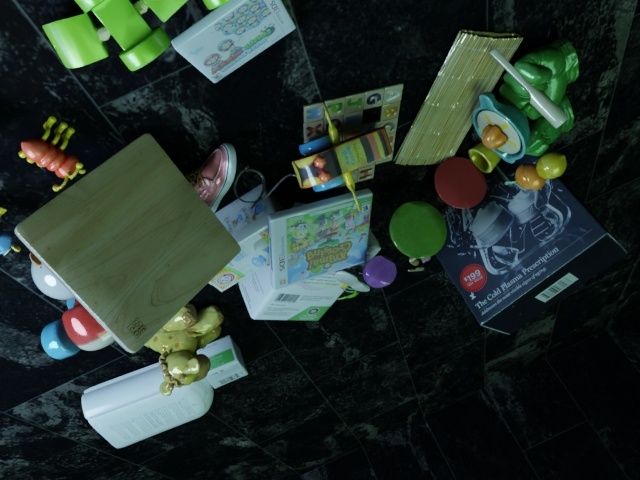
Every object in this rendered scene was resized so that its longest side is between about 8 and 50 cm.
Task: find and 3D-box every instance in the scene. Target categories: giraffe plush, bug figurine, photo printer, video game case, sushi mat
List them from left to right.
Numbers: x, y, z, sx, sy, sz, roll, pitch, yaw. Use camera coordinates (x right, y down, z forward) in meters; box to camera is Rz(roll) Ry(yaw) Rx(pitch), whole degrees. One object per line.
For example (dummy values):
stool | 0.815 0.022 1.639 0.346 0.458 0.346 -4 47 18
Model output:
bug figurine | -0.503 -0.084 0.849 0.279 0.072 0.216 -42 136 19
photo printer | -0.448 0.433 1.536 0.308 0.107 0.256 -19 145 -10
giraffe plush | -0.323 0.265 1.342 0.211 0.170 0.181 -5 140 -27
video game case | -0.120 -0.299 0.822 0.157 0.019 0.143 -31 172 8
video game case | 0.000 0.000 1.133 0.213 0.023 0.193 -16 136 -18
sushi mat | 0.269 -0.276 1.147 0.152 0.019 0.316 -6 141 -28

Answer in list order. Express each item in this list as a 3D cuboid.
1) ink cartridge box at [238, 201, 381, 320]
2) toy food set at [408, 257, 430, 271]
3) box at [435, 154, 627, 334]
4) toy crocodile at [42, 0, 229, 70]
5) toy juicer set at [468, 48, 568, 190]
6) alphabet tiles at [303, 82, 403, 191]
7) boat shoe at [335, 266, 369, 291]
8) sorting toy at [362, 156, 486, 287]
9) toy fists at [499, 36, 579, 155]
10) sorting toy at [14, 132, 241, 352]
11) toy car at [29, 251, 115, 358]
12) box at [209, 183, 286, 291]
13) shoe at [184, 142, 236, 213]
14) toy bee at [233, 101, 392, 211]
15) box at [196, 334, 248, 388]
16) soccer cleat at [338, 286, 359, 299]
ink cartridge box | -0.029 0.057 1.304 0.202 0.117 0.278 8 132 -39
toy food set | 0.281 0.034 1.558 0.078 0.019 0.122 -2 131 -31
box | 0.475 -0.001 1.376 0.343 0.312 0.179 -43 141 22
toy crocodile | -0.197 -0.327 0.723 0.341 0.105 0.115 -35 122 4
toy juicer set | 0.389 -0.199 1.128 0.089 0.209 0.329 -41 154 -9
alphabet tiles | 0.061 -0.195 1.131 0.199 0.009 0.237 -17 144 -13
boat shoe | 0.074 0.079 1.264 0.046 0.038 0.125 -11 153 35
sorting toy | 0.218 -0.029 1.275 0.365 0.127 0.126 -47 178 -15
toy fists | 0.457 -0.284 1.191 0.142 0.096 0.279 -27 146 4
sorting toy | -0.310 0.003 0.935 0.257 0.255 0.089 -47 -160 -30
toy car | -0.436 0.059 1.040 0.219 0.210 0.237 -21 119 16
box | -0.163 -0.002 1.156 0.203 0.103 0.114 -31 144 7
shoe | -0.217 -0.104 1.025 0.081 0.063 0.178 -5 145 -36
toy bee | 0.017 -0.127 1.016 0.298 0.162 0.195 -44 107 -10
box | -0.266 0.328 1.532 0.101 0.087 0.102 -23 144 -5
soccer cleat | 0.062 0.106 1.478 0.073 0.060 0.178 -20 147 -6
